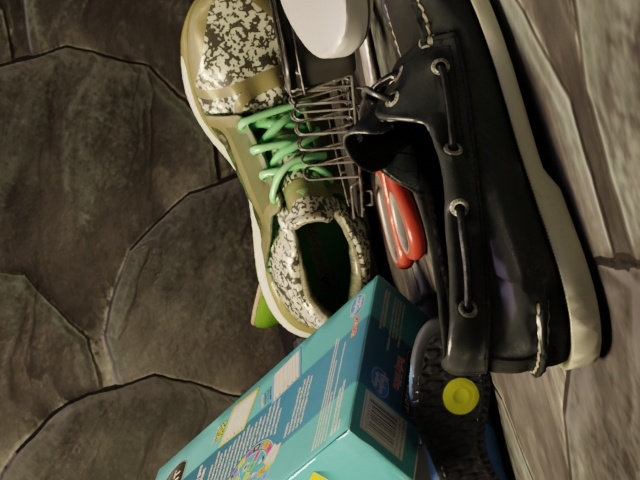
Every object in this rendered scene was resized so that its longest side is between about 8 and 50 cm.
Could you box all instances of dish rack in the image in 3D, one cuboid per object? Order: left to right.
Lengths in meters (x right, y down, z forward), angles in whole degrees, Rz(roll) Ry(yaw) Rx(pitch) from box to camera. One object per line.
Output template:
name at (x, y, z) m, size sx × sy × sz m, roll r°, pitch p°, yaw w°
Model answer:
dish rack at (-0.003, -0.157, 1.564) m, size 0.271 × 0.074 × 0.208 m, roll 83°, pitch 178°, yaw -54°

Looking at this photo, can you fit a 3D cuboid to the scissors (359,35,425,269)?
scissors at (0.049, -0.115, 1.539) m, size 0.109 × 0.021 × 0.297 m, roll -161°, pitch 55°, yaw -81°

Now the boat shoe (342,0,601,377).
boat shoe at (0.074, -0.062, 1.084) m, size 0.127 × 0.113 × 0.340 m, roll 93°, pitch 161°, yaw -69°

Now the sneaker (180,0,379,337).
sneaker at (-0.020, -0.073, 1.713) m, size 0.182 × 0.158 × 0.410 m, roll -139°, pitch 26°, yaw -73°

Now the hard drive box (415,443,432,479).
hard drive box at (0.123, 0.312, 1.584) m, size 0.181 × 0.089 × 0.232 m, roll 108°, pitch 146°, yaw -77°

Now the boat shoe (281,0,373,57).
boat shoe at (0.009, -0.263, 1.257) m, size 0.096 × 0.088 × 0.268 m, roll -43°, pitch 56°, yaw 53°

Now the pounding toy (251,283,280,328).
pounding toy at (0.000, 0.000, 1.953) m, size 0.183 × 0.110 × 0.237 m, roll -71°, pitch -3°, yaw -83°

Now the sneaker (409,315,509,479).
sneaker at (0.115, 0.163, 1.420) m, size 0.082 × 0.069 × 0.209 m, roll -125°, pitch 21°, yaw -80°

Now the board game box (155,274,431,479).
board game box at (-0.044, 0.216, 1.530) m, size 0.079 × 0.336 × 0.254 m, roll 40°, pitch -153°, yaw -14°
